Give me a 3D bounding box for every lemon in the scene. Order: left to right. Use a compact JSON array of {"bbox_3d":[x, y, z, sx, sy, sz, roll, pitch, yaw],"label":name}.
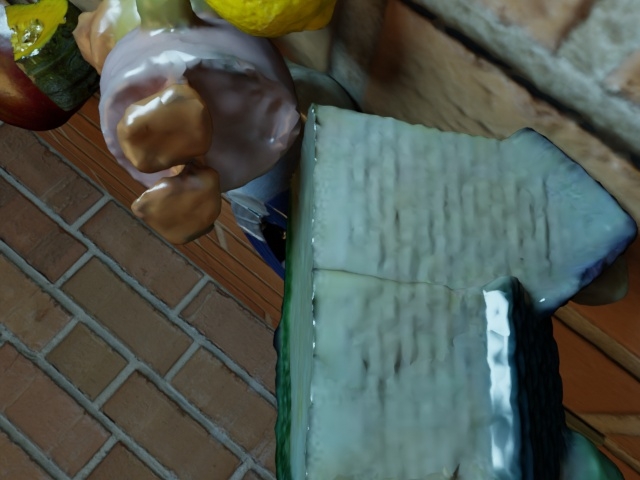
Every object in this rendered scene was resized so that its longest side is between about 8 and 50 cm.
[{"bbox_3d":[-0.044,-0.208,0.345,0.155,0.114,0.114,50,161,-19],"label":"lemon"}]

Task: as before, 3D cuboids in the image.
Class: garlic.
[{"bbox_3d":[0.004,-0.127,0.542,0.152,0.066,0.084,49,-171,-14],"label":"garlic"}]

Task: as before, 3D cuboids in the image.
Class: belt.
[{"bbox_3d":[0.000,0.000,0.764,0.213,0.117,0.347,28,161,32],"label":"belt"}]

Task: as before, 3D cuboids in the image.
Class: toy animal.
[{"bbox_3d":[-0.119,-0.155,0.462,0.195,0.169,0.281,98,150,-49],"label":"toy animal"}]

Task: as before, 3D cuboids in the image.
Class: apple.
[{"bbox_3d":[-0.667,-0.414,1.133,0.329,0.295,0.365,-18,131,25],"label":"apple"}]

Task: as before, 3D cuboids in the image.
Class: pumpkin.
[{"bbox_3d":[-0.425,-0.327,0.860,0.248,0.126,0.131,51,180,36],"label":"pumpkin"}]

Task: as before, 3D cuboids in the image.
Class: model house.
[{"bbox_3d":[0.105,0.070,0.428,0.285,0.298,0.243,3,164,-4],"label":"model house"}]

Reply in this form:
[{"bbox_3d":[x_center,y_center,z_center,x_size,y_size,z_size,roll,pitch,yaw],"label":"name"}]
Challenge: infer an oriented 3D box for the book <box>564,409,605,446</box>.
[{"bbox_3d":[0.312,0.258,0.901,0.283,0.025,0.215,35,163,12],"label":"book"}]
